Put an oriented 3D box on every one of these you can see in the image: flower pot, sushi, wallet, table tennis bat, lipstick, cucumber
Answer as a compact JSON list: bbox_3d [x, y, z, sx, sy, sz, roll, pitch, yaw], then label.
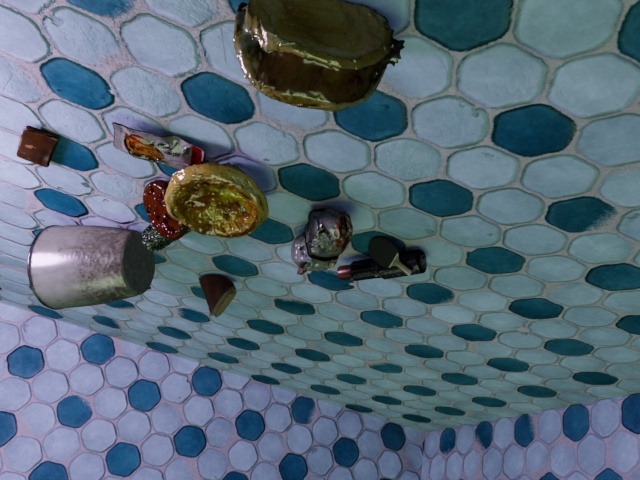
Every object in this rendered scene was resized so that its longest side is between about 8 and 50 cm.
[{"bbox_3d":[-0.760,0.079,2.032,0.330,0.293,0.293,-5,148,14],"label":"flower pot"},{"bbox_3d":[0.000,0.000,1.746,0.130,0.124,0.332,6,152,-12],"label":"sushi"},{"bbox_3d":[-0.791,-0.264,1.674,0.095,0.026,0.176,19,152,-25],"label":"wallet"},{"bbox_3d":[0.208,0.052,1.784,0.156,0.013,0.087,39,126,13],"label":"table tennis bat"},{"bbox_3d":[0.186,0.083,1.866,0.300,0.081,0.081,-10,145,33],"label":"lipstick"},{"bbox_3d":[-0.438,-0.057,1.847,0.096,0.096,0.359,30,145,-29],"label":"cucumber"}]

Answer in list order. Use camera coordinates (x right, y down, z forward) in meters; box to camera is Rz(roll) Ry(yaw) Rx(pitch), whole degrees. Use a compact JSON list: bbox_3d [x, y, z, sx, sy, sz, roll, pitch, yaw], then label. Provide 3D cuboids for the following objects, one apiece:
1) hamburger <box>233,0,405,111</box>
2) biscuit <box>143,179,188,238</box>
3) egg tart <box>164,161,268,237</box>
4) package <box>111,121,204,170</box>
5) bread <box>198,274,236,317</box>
[{"bbox_3d":[-0.014,-0.331,1.066,0.309,0.211,0.132,15,147,-3],"label":"hamburger"},{"bbox_3d":[-0.451,-0.089,1.748,0.192,0.049,0.192,28,132,37],"label":"biscuit"},{"bbox_3d":[-0.276,-0.121,1.617,0.290,0.115,0.290,2,144,1],"label":"egg tart"},{"bbox_3d":[-0.423,-0.241,1.564,0.239,0.030,0.154,15,157,-12],"label":"package"},{"bbox_3d":[-0.381,0.186,2.242,0.119,0.192,0.067,-27,142,-5],"label":"bread"}]
